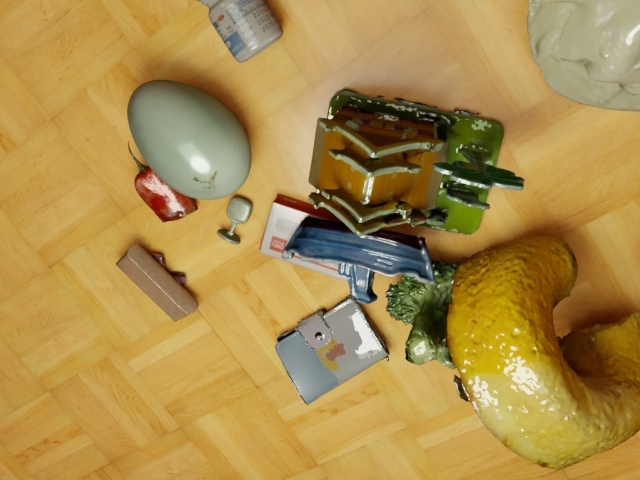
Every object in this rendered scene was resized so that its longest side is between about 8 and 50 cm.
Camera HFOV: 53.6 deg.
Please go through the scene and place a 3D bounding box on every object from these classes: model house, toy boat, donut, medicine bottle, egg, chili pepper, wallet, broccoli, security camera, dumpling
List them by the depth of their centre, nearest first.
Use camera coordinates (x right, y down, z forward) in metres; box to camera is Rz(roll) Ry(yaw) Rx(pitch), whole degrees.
[{"bbox_3d":[0.503,-0.334,1.001,0.395,0.233,0.315,22,147,-13],"label":"dumpling"},{"bbox_3d":[0.149,-0.087,1.082,0.358,0.313,0.242,13,116,4],"label":"model house"},{"bbox_3d":[0.425,0.201,1.112,0.435,0.377,0.163,39,138,-14],"label":"donut"},{"bbox_3d":[-0.149,-0.410,1.118,0.105,0.105,0.168,-29,104,20],"label":"medicine bottle"},{"bbox_3d":[0.065,0.041,1.180,0.309,0.129,0.142,10,94,24],"label":"toy boat"},{"bbox_3d":[-0.246,-0.190,1.183,0.264,0.183,0.183,43,113,-2],"label":"egg"},{"bbox_3d":[0.202,0.170,1.198,0.177,0.275,0.198,1,127,15],"label":"broccoli"},{"bbox_3d":[-0.334,-0.119,1.286,0.086,0.084,0.192,-37,106,-12],"label":"chili pepper"},{"bbox_3d":[-0.172,-0.044,1.307,0.058,0.058,0.092,29,103,-1],"label":"security camera"},{"bbox_3d":[0.021,0.232,1.366,0.231,0.069,0.170,-33,85,18],"label":"wallet"}]

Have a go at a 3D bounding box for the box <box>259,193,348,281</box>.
[{"bbox_3d":[0.000,0.000,1.285,0.229,0.050,0.123,19,115,3],"label":"box"}]

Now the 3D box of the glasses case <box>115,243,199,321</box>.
[{"bbox_3d":[-0.354,0.090,1.391,0.193,0.070,0.102,47,140,-11],"label":"glasses case"}]
